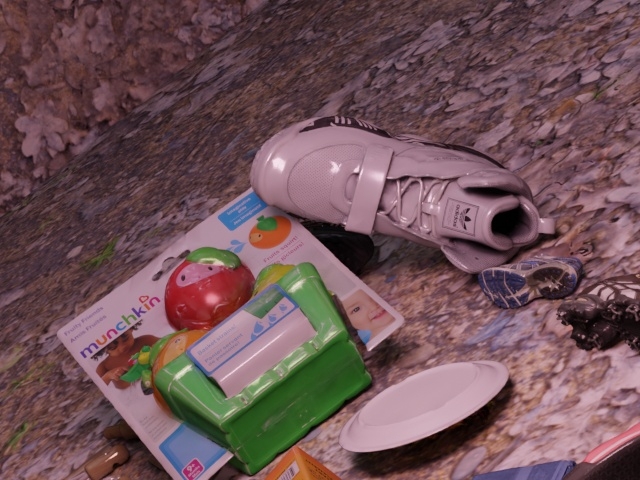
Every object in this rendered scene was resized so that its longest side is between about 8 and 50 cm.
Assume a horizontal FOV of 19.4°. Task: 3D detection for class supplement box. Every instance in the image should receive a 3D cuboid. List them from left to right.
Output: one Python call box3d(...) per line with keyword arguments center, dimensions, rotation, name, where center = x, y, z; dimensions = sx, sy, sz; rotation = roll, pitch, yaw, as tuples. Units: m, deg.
box3d(center=(-0.004, 0.293, 1.865), dimensions=(0.080, 0.078, 0.233), rotation=(-48, 19, 8), name="supplement box")

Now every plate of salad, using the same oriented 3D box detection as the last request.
box3d(center=(0.114, 0.186, 2.025), dimensions=(0.200, 0.048, 0.200), rotation=(-22, 12, 5), name="plate of salad")

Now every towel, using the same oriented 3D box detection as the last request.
box3d(center=(0.192, 0.245, 1.796), dimensions=(0.119, 0.029, 0.067), rotation=(-14, 25, 37), name="towel")

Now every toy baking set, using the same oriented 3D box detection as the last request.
box3d(center=(-0.271, 0.285, 2.366), dimensions=(0.256, 0.030, 0.197), rotation=(-12, 27, 43), name="toy baking set")

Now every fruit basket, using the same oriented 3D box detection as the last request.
box3d(center=(-0.119, 0.099, 2.253), dimensions=(0.327, 0.165, 0.353), rotation=(-37, 50, -10), name="fruit basket")

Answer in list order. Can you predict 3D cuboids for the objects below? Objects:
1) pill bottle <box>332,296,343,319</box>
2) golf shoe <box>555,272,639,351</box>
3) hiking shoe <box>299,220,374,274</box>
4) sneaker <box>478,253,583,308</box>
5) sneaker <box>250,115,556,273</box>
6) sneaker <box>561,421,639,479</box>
box3d(center=(-0.075, 0.103, 2.400), dimensions=(0.186, 0.112, 0.112), rotation=(-28, 20, 7), name="pill bottle")
box3d(center=(0.334, 0.066, 1.952), dimensions=(0.094, 0.077, 0.198), rotation=(-40, 22, -24), name="golf shoe")
box3d(center=(0.000, 0.000, 2.578), dimensions=(0.227, 0.086, 0.114), rotation=(-9, 32, 48), name="hiking shoe")
box3d(center=(0.248, 0.044, 2.185), dimensions=(0.135, 0.052, 0.058), rotation=(-4, 22, 38), name="sneaker")
box3d(center=(0.109, -0.057, 2.291), dimensions=(0.366, 0.137, 0.210), rotation=(6, 14, -25), name="sneaker")
box3d(center=(0.339, 0.182, 1.658), dimensions=(0.314, 0.116, 0.136), rotation=(-27, 9, -10), name="sneaker")
